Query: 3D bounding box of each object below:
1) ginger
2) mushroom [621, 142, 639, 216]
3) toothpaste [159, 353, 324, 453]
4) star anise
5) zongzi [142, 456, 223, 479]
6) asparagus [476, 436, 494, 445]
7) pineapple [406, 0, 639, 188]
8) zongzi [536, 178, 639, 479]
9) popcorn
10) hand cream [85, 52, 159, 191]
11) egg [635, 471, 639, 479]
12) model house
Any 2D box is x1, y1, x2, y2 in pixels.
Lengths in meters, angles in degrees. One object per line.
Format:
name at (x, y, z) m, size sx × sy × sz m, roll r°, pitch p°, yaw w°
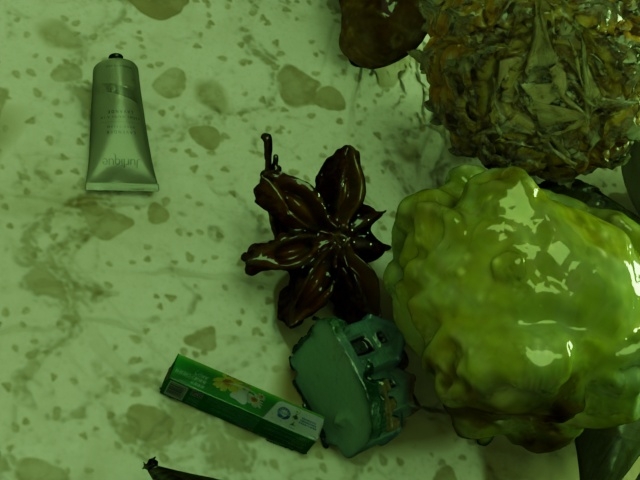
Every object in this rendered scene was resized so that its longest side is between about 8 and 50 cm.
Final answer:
ginger at (0.082, -0.385, 1.730) m, size 0.165 × 0.172 × 0.321 m, roll 35°, pitch 35°, yaw -50°
mushroom at (0.545, -0.065, 1.626) m, size 0.315 × 0.356 × 0.315 m, roll -3°, pitch 100°, yaw -17°
toothpaste at (-0.086, 0.179, 1.373) m, size 0.178 × 0.043 × 0.037 m, roll 24°, pitch 51°, yaw -6°
star anise at (0.000, 0.000, 1.471) m, size 0.190 × 0.126 × 0.220 m, roll 11°, pitch 79°, yaw -16°
zongzi at (-0.031, 0.275, 1.291) m, size 0.221 × 0.112 × 0.242 m, roll -29°, pitch 72°, yaw -32°
asparagus at (0.195, 0.191, 1.491) m, size 0.025 × 0.021 × 0.108 m, roll 14°, pitch 55°, yaw -12°
pineapple at (0.284, -0.240, 1.534) m, size 0.352 × 0.352 × 0.300 m, roll 24°, pitch 31°, yaw -6°
zongzi at (0.306, 0.118, 1.521) m, size 0.323 × 0.160 × 0.360 m, roll 35°, pitch 65°, yaw 16°
popcorn at (0.210, 0.066, 1.365) m, size 0.312 × 0.312 × 0.312 m, roll 10°, pitch 56°, yaw -16°
hand cream at (-0.243, -0.143, 1.514) m, size 0.087 × 0.054 × 0.186 m, roll 0°, pitch 66°, yaw -17°
egg at (0.465, 0.301, 1.430) m, size 0.217 × 0.183 × 0.183 m, roll -8°, pitch 62°, yaw -25°
model house at (0.063, 0.149, 1.416) m, size 0.148 × 0.119 × 0.148 m, roll -17°, pitch 66°, yaw -38°
